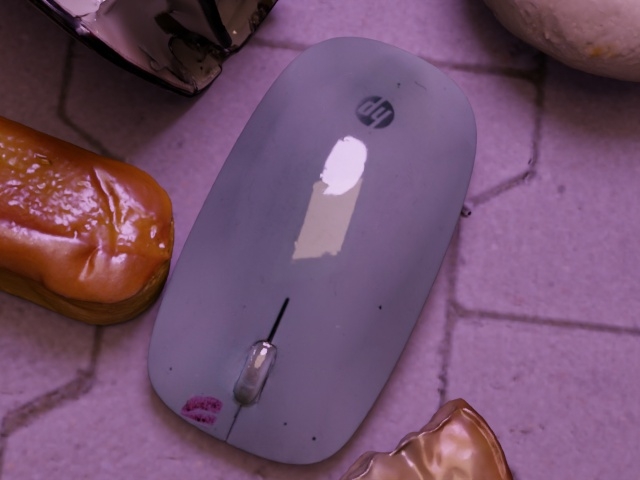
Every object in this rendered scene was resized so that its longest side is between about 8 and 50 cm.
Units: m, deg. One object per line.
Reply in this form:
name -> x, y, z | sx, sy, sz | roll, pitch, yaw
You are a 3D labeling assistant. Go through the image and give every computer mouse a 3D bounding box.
computer mouse -> 0.001, -0.002, 0.842 | 0.159, 0.097, 0.288 | 26, 74, 1

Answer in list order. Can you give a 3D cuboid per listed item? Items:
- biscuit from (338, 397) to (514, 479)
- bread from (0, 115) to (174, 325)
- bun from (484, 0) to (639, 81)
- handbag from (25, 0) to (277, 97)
biscuit -> 0.004, 0.229, 0.805 | 0.299, 0.045, 0.154 | -27, 77, -11
bread -> -0.211, -0.025, 0.838 | 0.245, 0.094, 0.102 | 22, 69, 3
bun -> 0.185, -0.196, 0.897 | 0.222, 0.127, 0.222 | 10, 53, -13
handbag -> -0.195, -0.257, 0.825 | 0.358, 0.237, 0.160 | 39, 88, 6
